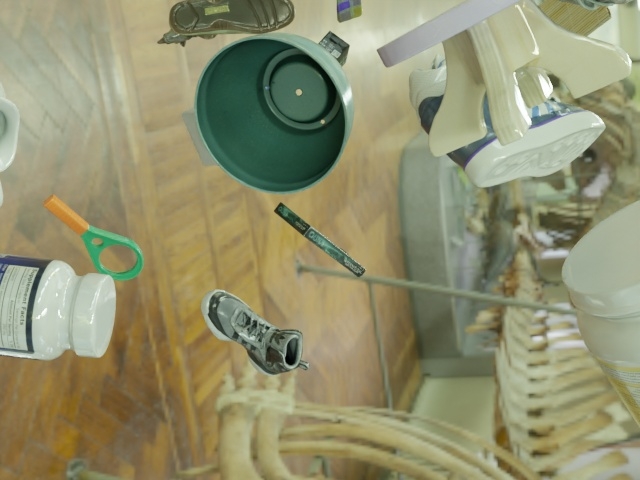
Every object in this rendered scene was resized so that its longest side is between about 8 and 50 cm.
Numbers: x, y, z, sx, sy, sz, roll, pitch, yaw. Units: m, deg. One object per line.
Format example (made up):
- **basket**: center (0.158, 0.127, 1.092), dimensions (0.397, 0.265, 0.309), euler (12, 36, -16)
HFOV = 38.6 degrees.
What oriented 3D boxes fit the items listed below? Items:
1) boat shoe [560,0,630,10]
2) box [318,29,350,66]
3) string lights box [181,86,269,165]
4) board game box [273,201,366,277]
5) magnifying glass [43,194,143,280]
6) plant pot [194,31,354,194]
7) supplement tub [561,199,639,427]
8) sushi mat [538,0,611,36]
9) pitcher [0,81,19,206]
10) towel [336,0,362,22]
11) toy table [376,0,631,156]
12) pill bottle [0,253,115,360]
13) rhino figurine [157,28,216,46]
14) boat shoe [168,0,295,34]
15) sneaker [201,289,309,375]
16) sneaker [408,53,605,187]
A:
- **boat shoe**: center (0.385, -0.414, 1.416), dimensions (0.118, 0.103, 0.320), euler (60, 2, -27)
- **box**: center (0.026, -0.431, 2.110), dimensions (0.052, 0.062, 0.083), euler (-51, 174, -17)
- **string lights box**: center (-0.178, -0.287, 2.103), dimensions (0.259, 0.077, 0.133), euler (-35, 115, -32)
- **board game box**: center (0.000, 0.000, 1.833), dimensions (0.026, 0.126, 0.186), euler (-52, 131, 1)
- **magnifying glass**: center (-0.431, -0.005, 1.736), dimensions (0.231, 0.092, 0.026), euler (45, 18, -33)
- **plant pot**: center (-0.063, -0.258, 1.706), dimensions (0.196, 0.293, 0.293), euler (-55, 138, -59)
- **supplement tub**: center (0.466, 0.126, 1.116), dimensions (0.331, 0.241, 0.241), euler (54, 26, -16)
- **sushi mat**: center (0.485, -0.446, 1.953), dimensions (0.019, 0.316, 0.151), euler (7, 63, -33)
- **pitcher**: center (-0.474, -0.152, 1.220), dimensions (0.125, 0.207, 0.178), euler (-15, 129, -34)
- **towel**: center (0.065, -0.525, 2.052), dimensions (0.083, 0.060, 0.009), euler (83, -12, -62)
- **toy table**: center (0.218, -0.218, 1.074), dimensions (0.252, 0.274, 0.161), euler (-39, 105, -49)
- **pill bottle**: center (-0.450, 0.099, 1.358), dimensions (0.153, 0.264, 0.153), euler (7, 90, -89)
- **rhino figurine**: center (-0.240, -0.465, 1.946), dimensions (0.106, 0.243, 0.073), euler (-75, 142, -68)
- **boat shoe**: center (-0.135, -0.342, 1.387), dimensions (0.072, 0.190, 0.068), euler (-178, -95, -81)
- **sneaker**: center (-0.132, 0.198, 1.989), dimensions (0.268, 0.153, 0.101), euler (48, 58, -27)
- **sneaker**: center (0.279, -0.216, 1.418), dimensions (0.323, 0.130, 0.236), euler (-17, 64, -39)
